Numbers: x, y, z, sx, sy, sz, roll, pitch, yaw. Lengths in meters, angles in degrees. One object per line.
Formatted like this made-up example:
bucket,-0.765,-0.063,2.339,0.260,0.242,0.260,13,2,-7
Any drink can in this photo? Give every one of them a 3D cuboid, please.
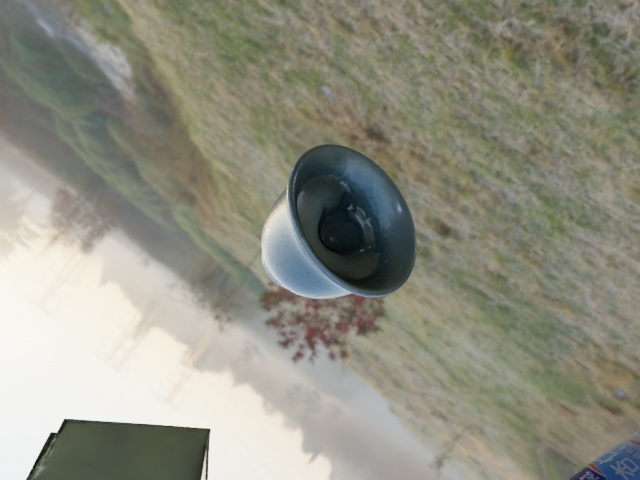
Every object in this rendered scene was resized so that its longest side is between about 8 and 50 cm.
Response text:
drink can,0.379,0.273,1.004,0.097,0.235,0.097,53,159,31

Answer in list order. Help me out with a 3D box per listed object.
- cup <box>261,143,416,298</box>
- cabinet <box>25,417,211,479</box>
cup,0.000,0.000,1.085,0.199,0.199,0.150,39,138,-17
cabinet,-0.174,0.263,0.710,0.150,0.144,0.206,4,-162,-3
